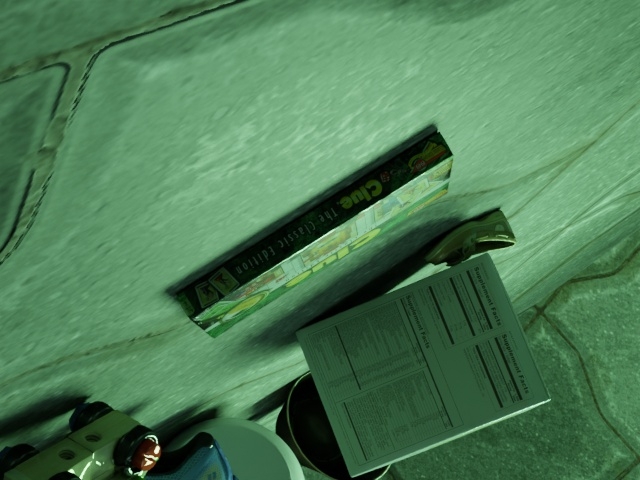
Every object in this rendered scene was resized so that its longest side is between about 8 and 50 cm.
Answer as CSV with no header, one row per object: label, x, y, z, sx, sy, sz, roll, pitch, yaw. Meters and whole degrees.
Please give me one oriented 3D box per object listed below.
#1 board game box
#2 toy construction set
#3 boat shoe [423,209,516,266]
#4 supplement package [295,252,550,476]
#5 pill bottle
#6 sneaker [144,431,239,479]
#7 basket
board game box,0.000,0.000,1.087,0.260,0.030,0.136,-32,171,-3
toy construction set,-0.253,0.274,1.175,0.327,0.151,0.215,-49,154,-61
boat shoe,0.192,0.006,1.568,0.153,0.048,0.056,-21,163,-46
supplement package,0.138,0.163,1.602,0.263,0.198,0.199,-23,170,7
pill bottle,-0.139,0.384,1.814,0.229,0.229,0.407,-30,168,-13
sneaker,-0.260,0.297,1.440,0.330,0.147,0.130,-15,-167,-5
basket,0.009,0.315,2.076,0.154,0.204,0.227,-41,180,-16
